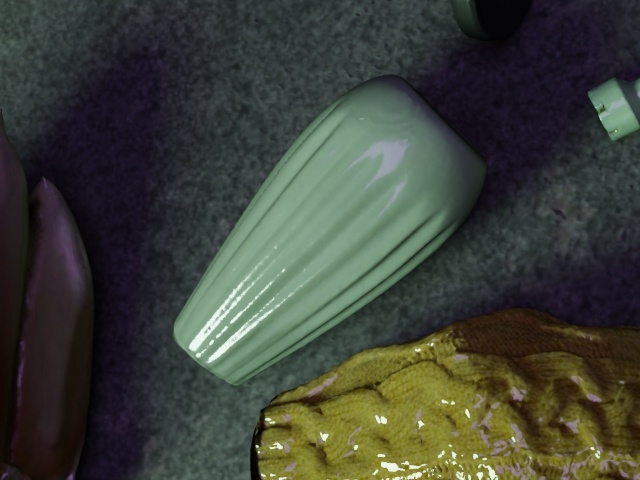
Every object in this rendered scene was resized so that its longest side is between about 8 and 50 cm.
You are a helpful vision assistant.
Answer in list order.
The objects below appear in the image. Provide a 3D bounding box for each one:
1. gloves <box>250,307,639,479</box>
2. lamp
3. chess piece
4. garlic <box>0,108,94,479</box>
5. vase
[{"bbox_3d":[0.129,0.146,0.917,0.356,0.155,0.203,-10,78,8],"label":"gloves"},{"bbox_3d":[-0.025,-0.224,1.029,0.371,0.108,0.130,12,93,10],"label":"lamp"},{"bbox_3d":[0.247,-0.112,0.993,0.103,0.067,0.067,-28,77,13],"label":"chess piece"},{"bbox_3d":[-0.279,0.077,0.956,0.132,0.279,0.325,-10,86,32],"label":"garlic"},{"bbox_3d":[0.000,0.000,0.986,0.248,0.128,0.128,-45,76,9],"label":"vase"}]
